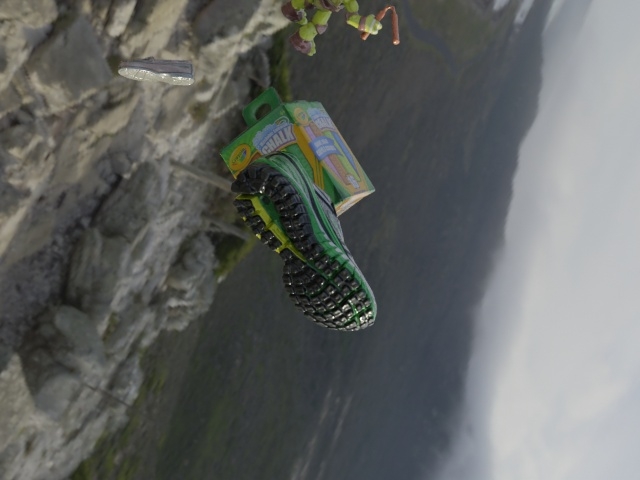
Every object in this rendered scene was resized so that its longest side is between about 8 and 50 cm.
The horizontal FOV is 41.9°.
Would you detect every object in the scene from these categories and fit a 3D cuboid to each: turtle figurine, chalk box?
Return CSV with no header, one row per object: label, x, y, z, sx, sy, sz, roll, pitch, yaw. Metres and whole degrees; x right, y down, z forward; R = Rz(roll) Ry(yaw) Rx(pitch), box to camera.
turtle figurine,0.022,-0.425,1.492,0.087,0.270,0.217,-19,170,-44
chalk box,-0.061,-0.164,1.666,0.180,0.289,0.179,-35,175,25

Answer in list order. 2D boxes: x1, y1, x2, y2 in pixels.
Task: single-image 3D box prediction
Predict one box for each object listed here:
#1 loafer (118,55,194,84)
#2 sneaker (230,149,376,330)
loafer,-0.268,-0.282,1.365,0.045,0.125,0.039,-24,-115,61
sneaker,0.000,0.000,1.368,0.134,0.344,0.146,-18,-159,33
